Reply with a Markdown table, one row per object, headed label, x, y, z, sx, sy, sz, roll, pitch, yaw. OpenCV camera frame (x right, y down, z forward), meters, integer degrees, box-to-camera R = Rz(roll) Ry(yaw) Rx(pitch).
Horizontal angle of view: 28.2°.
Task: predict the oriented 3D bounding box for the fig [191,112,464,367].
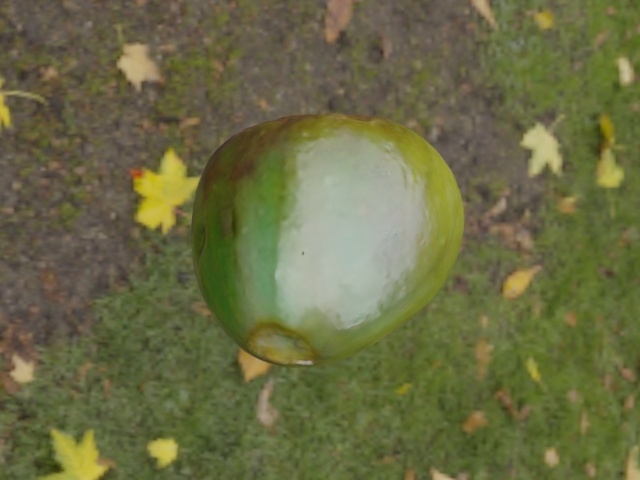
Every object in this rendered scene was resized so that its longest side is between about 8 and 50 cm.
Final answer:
| label | x | y | z | sx | sy | sz | roll | pitch | yaw |
| --- | --- | --- | --- | --- | --- | --- | --- | --- | --- |
| fig | 0.000 | 0.000 | 0.853 | 0.181 | 0.181 | 0.191 | 58 | 41 | -37 |
